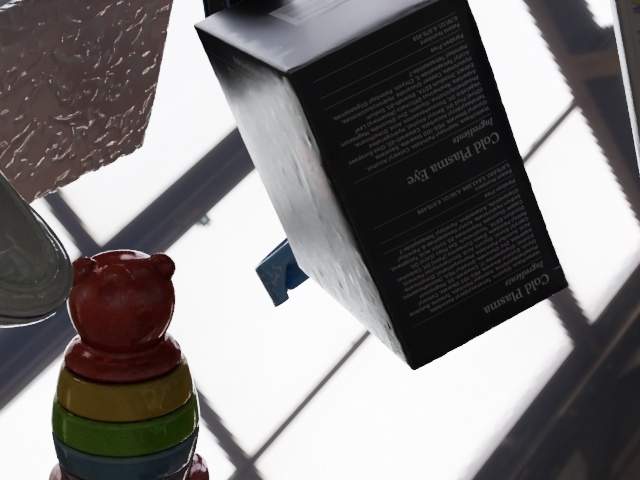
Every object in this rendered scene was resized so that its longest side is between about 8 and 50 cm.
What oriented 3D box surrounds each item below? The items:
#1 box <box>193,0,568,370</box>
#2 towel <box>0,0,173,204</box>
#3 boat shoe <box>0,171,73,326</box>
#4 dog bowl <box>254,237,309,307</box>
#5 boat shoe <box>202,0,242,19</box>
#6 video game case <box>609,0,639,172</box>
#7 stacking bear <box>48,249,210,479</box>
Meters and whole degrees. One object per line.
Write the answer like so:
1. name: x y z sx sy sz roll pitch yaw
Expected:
1. box: 0.049 -0.091 1.321 0.312 0.179 0.343 66 -11 -22
2. towel: -0.334 -0.206 1.774 0.053 0.332 0.317 34 -50 21
3. boat shoe: -0.327 -0.062 1.084 0.367 0.136 0.156 42 -38 -24
4. dog bowl: 0.000 0.000 2.116 0.074 0.166 0.297 49 -42 -4
5. boat shoe: -0.081 -0.254 1.504 0.089 0.109 0.258 7 -53 51
6. video game case: 0.387 -0.206 1.080 0.036 0.300 0.329 -89 167 -83
7. stacking bear: -0.201 0.147 1.368 0.164 0.175 0.289 -111 -160 -68
